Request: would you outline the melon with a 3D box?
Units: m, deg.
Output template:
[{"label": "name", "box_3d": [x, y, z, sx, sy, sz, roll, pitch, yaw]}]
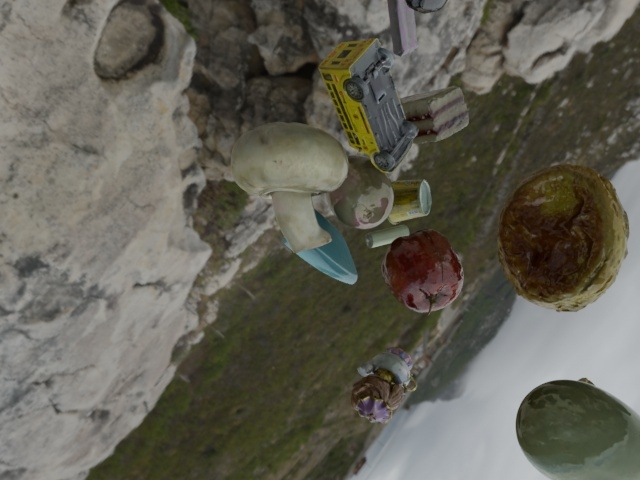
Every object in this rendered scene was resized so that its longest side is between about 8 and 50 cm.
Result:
[{"label": "melon", "box_3d": [0.128, -0.162, 1.853, 0.317, 0.222, 0.223, -105, -144, -57]}]

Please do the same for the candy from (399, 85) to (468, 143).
[{"label": "candy", "box_3d": [0.299, -0.388, 1.771, 0.179, 0.320, 0.135, -28, 110, -29]}]

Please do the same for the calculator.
[{"label": "calculator", "box_3d": [0.000, 0.000, 1.745, 0.054, 0.256, 0.386, -33, 140, 18]}]

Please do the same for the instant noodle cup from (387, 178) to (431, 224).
[{"label": "instant noodle cup", "box_3d": [0.343, -0.159, 2.170, 0.182, 0.144, 0.182, 15, 72, -59]}]

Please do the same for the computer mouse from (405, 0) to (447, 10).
[{"label": "computer mouse", "box_3d": [0.280, -0.664, 1.398, 0.269, 0.100, 0.170, -41, 126, -61]}]

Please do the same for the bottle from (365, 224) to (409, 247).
[{"label": "bottle", "box_3d": [0.308, -0.020, 2.562, 0.201, 0.072, 0.072, -14, 143, -24]}]

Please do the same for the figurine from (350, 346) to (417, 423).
[{"label": "figurine", "box_3d": [0.192, 0.454, 1.745, 0.263, 0.189, 0.142, -43, 143, -45]}]

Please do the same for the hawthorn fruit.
[{"label": "hawthorn fruit", "box_3d": [0.318, 0.092, 1.717, 0.258, 0.261, 0.259, -17, 119, -32]}]

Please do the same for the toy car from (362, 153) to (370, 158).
[{"label": "toy car", "box_3d": [0.228, -0.348, 2.333, 0.076, 0.090, 0.224, 3, 159, -22]}]

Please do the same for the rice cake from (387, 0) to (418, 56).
[{"label": "rice cake", "box_3d": [0.264, -0.769, 1.838, 0.106, 0.050, 0.298, -35, 124, -40]}]

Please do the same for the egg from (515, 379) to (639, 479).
[{"label": "egg", "box_3d": [0.553, 0.410, 1.154, 0.218, 0.295, 0.219, -6, 99, -41]}]

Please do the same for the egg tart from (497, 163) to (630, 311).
[{"label": "egg tart", "box_3d": [0.730, -0.004, 1.669, 0.178, 0.443, 0.443, 3, 127, -32]}]

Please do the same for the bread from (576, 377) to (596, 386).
[{"label": "bread", "box_3d": [0.848, 0.637, 1.836, 0.207, 0.279, 0.279, -25, 152, -18]}]

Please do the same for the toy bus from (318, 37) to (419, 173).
[{"label": "toy bus", "box_3d": [0.124, -0.331, 1.414, 0.144, 0.152, 0.330, -52, 136, -25]}]

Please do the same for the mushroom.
[{"label": "mushroom", "box_3d": [-0.055, -0.181, 1.477, 0.315, 0.356, 0.315, -52, 180, 0]}]
